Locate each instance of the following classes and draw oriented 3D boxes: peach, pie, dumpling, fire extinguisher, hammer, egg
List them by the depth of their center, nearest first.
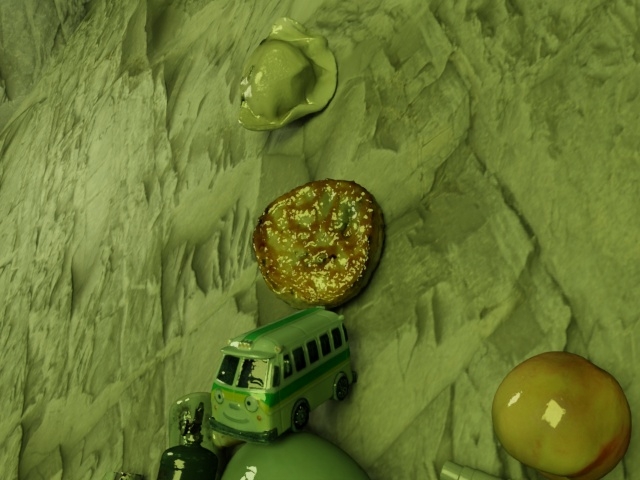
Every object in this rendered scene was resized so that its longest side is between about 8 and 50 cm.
[{"bbox_3d":[0.336,0.242,0.703,0.184,0.184,0.184,-14,61,25],"label":"peach"},{"bbox_3d":[-0.023,0.460,0.743,0.276,0.276,0.389,-44,40,5],"label":"egg"},{"bbox_3d":[-0.213,0.396,0.765,0.093,0.118,0.294,11,73,-8],"label":"fire extinguisher"},{"bbox_3d":[-0.160,0.374,0.988,0.305,0.113,0.202,-22,60,15],"label":"hammer"},{"bbox_3d":[0.000,0.000,1.084,0.315,0.092,0.315,-11,61,21],"label":"pie"},{"bbox_3d":[-0.085,-0.405,1.316,0.243,0.187,0.318,17,82,-5],"label":"dumpling"}]

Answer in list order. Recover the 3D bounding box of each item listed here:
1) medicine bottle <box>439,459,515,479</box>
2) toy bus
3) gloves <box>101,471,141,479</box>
[{"bbox_3d":[0.281,0.399,0.735,0.220,0.061,0.092,12,93,36],"label":"medicine bottle"},{"bbox_3d":[-0.059,0.219,0.870,0.133,0.276,0.165,0,96,32],"label":"toy bus"},{"bbox_3d":[-0.434,0.596,1.039,0.127,0.111,0.212,2,63,6],"label":"gloves"}]
